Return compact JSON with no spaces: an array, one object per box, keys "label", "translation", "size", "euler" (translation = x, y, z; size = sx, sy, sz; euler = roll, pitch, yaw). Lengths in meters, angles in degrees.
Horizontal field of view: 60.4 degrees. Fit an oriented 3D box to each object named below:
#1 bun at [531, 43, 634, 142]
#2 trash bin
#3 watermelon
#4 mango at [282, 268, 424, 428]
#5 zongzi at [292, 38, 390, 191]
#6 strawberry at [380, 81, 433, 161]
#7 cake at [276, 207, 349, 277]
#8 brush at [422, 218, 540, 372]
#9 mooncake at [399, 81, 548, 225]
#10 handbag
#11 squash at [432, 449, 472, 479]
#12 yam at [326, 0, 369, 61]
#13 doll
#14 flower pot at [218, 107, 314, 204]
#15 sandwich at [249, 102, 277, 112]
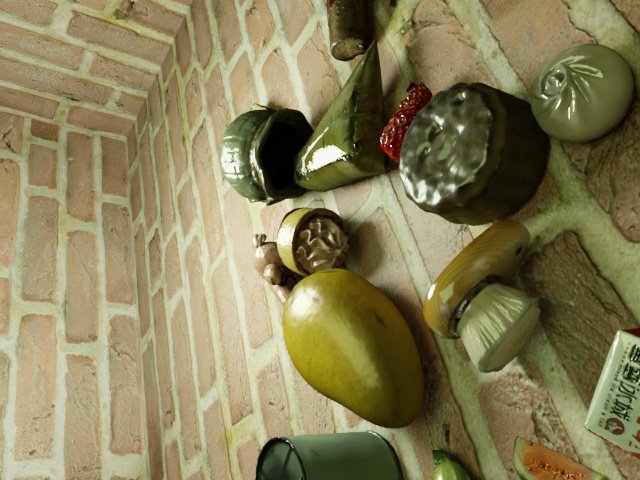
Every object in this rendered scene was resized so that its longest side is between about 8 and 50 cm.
[{"label":"bun","translation":[0.445,-0.260,0.964],"size":[0.173,0.119,0.173],"euler":[-16,71,54]},{"label":"trash bin","translation":[0.016,0.549,1.244],"size":[0.277,0.262,0.217],"euler":[-3,79,54]},{"label":"watermelon","translation":[0.384,0.407,0.931],"size":[0.163,0.069,0.087],"euler":[10,91,53]},{"label":"mango","translation":[0.070,0.252,1.283],"size":[0.445,0.220,0.301],"euler":[51,120,43]},{"label":"zongzi","translation":[0.051,-0.324,1.492],"size":[0.323,0.160,0.361],"euler":[-10,74,52]},{"label":"strawberry","translation":[0.215,-0.271,1.289],"size":[0.082,0.121,0.188],"euler":[37,114,31]},{"label":"cake","translation":[0.000,0.000,1.468],"size":[0.178,0.185,0.208],"euler":[-4,68,52]},{"label":"brush","translation":[0.327,0.096,1.022],"size":[0.166,0.174,0.267],"euler":[37,97,38]},{"label":"mooncake","translation":[0.293,-0.177,1.120],"size":[0.290,0.161,0.290],"euler":[-21,63,50]},{"label":"handbag","translation":[0.531,0.240,0.714],"size":[0.298,0.151,0.171],"euler":[26,107,47]},{"label":"squash","translation":[0.259,0.470,1.092],"size":[0.105,0.105,0.132],"euler":[-50,26,35]},{"label":"yam","translation":[0.078,-0.661,1.569],"size":[0.131,0.131,0.280],"euler":[-21,68,51]},{"label":"doll","translation":[-0.083,0.108,1.607],"size":[0.156,0.201,0.303],"euler":[-36,51,-3]},{"label":"flower pot","translation":[-0.146,-0.245,1.660],"size":[0.213,0.301,0.302],"euler":[9,89,43]},{"label":"sandwich","translation":[-0.217,-0.370,1.962],"size":[0.186,0.065,0.215],"euler":[37,112,52]}]
